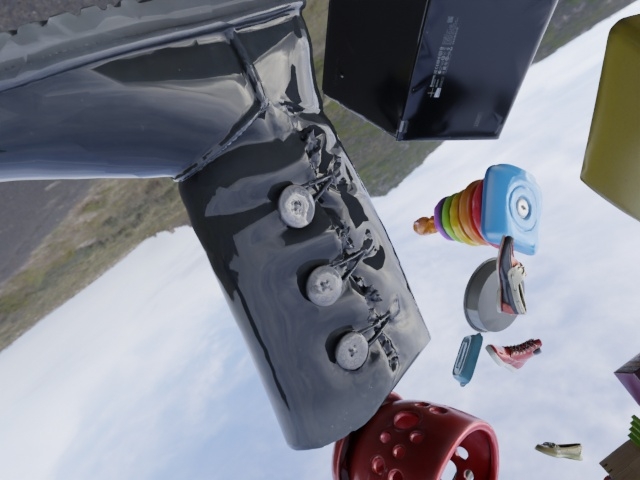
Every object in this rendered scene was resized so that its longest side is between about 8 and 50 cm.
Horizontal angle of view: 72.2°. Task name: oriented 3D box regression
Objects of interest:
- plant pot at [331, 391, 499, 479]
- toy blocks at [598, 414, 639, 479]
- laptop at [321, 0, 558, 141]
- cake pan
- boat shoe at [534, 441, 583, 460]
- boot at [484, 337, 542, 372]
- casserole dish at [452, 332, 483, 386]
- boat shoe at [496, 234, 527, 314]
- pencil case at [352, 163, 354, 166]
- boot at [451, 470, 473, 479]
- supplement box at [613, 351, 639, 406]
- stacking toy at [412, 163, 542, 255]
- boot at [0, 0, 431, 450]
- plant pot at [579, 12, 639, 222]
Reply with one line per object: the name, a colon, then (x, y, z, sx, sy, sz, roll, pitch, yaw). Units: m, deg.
plant pot: (0.126, 0.313, 0.605, 0.174, 0.191, 0.191, 5, -139, 48)
toy blocks: (0.786, 0.641, 1.050, 0.261, 0.381, 0.191, -43, -167, 7)
laptop: (0.233, -0.446, 0.975, 0.408, 0.382, 0.236, -2, -133, -8)
cake pan: (0.650, 0.208, 1.619, 0.293, 0.293, 0.054, -41, -154, -17)
boat shoe: (0.725, 0.632, 1.335, 0.056, 0.153, 0.048, 120, -19, -79)
boot: (0.771, 0.426, 1.732, 0.176, 0.244, 0.088, -44, -140, 22)
casserole dish: (0.482, 0.387, 1.448, 0.114, 0.037, 0.188, 102, 10, -74)
boat shoe: (0.302, 0.056, 0.690, 0.043, 0.137, 0.049, 5, -158, 35)
pencil case: (-0.052, -0.172, 0.984, 0.284, 0.124, 0.124, 33, -116, 33)
boot: (0.477, 0.817, 1.435, 0.219, 0.082, 0.106, -31, -145, -20)
supplement box: (0.860, 0.324, 1.100, 0.188, 0.104, 0.081, -32, 168, -8)
stacking toy: (0.320, -0.050, 0.979, 0.302, 0.175, 0.166, -12, -113, 59)
boot: (-0.095, 0.022, 0.425, 0.367, 0.445, 0.146, -29, -156, -20)
plant pot: (0.425, -0.107, 0.433, 0.212, 0.212, 0.187, -12, -137, 8)
